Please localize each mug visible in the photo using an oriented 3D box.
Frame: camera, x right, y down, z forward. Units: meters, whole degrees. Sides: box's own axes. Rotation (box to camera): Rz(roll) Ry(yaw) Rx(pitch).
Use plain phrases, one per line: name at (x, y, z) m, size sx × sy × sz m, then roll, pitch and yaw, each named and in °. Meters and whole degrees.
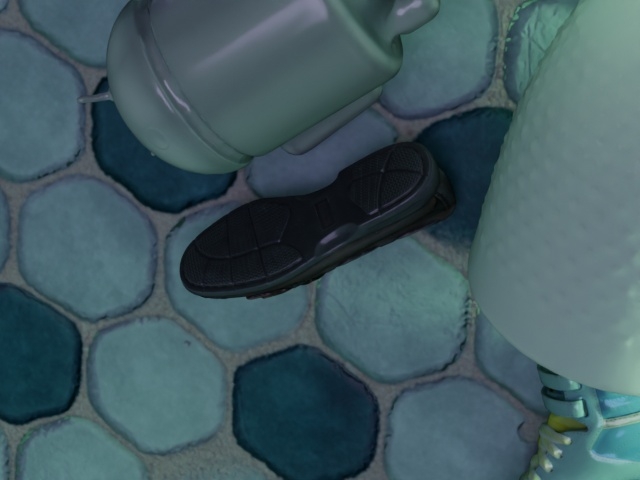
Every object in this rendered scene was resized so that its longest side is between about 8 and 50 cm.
mug at (0.341, -0.081, 1.268) m, size 0.374 × 0.276 × 0.328 m, roll -10°, pitch 132°, yaw -28°

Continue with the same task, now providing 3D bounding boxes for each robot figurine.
robot figurine at (-0.061, -0.194, 1.377) m, size 0.353 × 0.200 × 0.300 m, roll -29°, pitch 132°, yaw 18°

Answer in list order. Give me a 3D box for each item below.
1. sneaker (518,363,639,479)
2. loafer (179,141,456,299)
sneaker at (0.245, 0.207, 1.466) m, size 0.319 × 0.127 × 0.208 m, roll -31°, pitch 99°, yaw 10°
loafer at (0.000, 0.000, 1.476) m, size 0.302 × 0.109 × 0.095 m, roll -24°, pitch 143°, yaw 19°
